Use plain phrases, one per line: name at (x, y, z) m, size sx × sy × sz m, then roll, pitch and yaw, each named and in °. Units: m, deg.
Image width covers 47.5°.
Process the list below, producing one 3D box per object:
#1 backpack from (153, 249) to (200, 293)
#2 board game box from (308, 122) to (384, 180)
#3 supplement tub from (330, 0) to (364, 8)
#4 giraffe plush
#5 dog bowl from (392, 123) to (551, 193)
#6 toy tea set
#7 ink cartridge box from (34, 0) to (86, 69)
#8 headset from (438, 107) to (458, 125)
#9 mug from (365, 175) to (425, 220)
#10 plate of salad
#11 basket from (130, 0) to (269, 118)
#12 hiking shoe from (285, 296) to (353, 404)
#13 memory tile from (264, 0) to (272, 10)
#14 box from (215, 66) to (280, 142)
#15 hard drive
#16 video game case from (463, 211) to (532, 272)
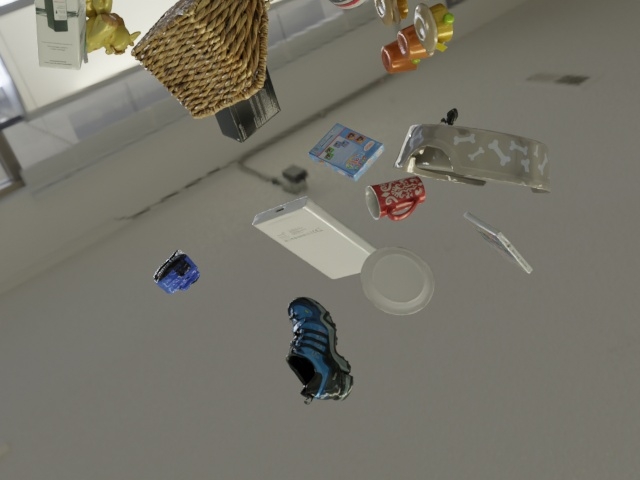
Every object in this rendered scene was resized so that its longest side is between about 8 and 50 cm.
backpack at (-0.426, 0.104, 2.157) m, size 0.120 × 0.101 × 0.098 m, roll -44°, pitch -160°, yaw -14°
board game box at (0.088, -0.305, 2.491) m, size 0.211 × 0.039 × 0.160 m, roll 30°, pitch -112°, yaw 34°
supplement tub at (0.036, -0.850, 2.225) m, size 0.191 × 0.191 × 0.272 m, roll 6°, pitch 173°, yaw 38°
giraffe plush at (-0.618, -0.607, 2.105) m, size 0.181 × 0.210 × 0.170 m, roll 12°, pitch -170°, yaw 28°
dog bowl at (0.339, -0.180, 1.606) m, size 0.348 × 0.102 × 0.349 m, roll 9°, pitch -176°, yaw -1°
toy tea set at (0.202, -0.446, 1.428) m, size 0.124 × 0.200 × 0.336 m, roll -19°, pitch -178°, yaw -10°
ink cartridge box at (-0.542, -0.484, 1.523) m, size 0.086 × 0.209 × 0.153 m, roll 2°, pitch -146°, yaw -13°
headset at (0.438, -0.316, 2.344) m, size 0.243 × 0.185 × 0.394 m, roll 11°, pitch -164°, yaw 0°
mug at (0.250, -0.127, 2.341) m, size 0.169 × 0.150 × 0.113 m, roll -17°, pitch 163°, yaw -15°
plate of salad at (0.201, 0.108, 1.926) m, size 0.199 × 0.048 × 0.200 m, roll 4°, pitch -118°, yaw -7°
basket at (-0.228, -0.434, 1.594) m, size 0.299 × 0.223 × 0.214 m, roll -11°, pitch -139°, yaw 52°
hiking shoe at (-0.028, 0.254, 1.774) m, size 0.132 × 0.113 × 0.304 m, roll 3°, pitch -139°, yaw -34°
memory tile at (-0.156, -0.595, 1.807) m, size 0.113 × 0.012 × 0.148 m, roll -52°, pitch 169°, yaw 9°
box at (-0.246, -0.461, 2.221) m, size 0.103 × 0.261 × 0.184 m, roll 24°, pitch -123°, yaw 34°
hard drive at (0.000, 0.000, 2.202) m, size 0.233 × 0.353 × 0.047 m, roll -17°, pitch -132°, yaw 43°
video game case at (0.421, 0.004, 1.730) m, size 0.019 × 0.143 × 0.157 m, roll -45°, pitch -154°, yaw 1°
